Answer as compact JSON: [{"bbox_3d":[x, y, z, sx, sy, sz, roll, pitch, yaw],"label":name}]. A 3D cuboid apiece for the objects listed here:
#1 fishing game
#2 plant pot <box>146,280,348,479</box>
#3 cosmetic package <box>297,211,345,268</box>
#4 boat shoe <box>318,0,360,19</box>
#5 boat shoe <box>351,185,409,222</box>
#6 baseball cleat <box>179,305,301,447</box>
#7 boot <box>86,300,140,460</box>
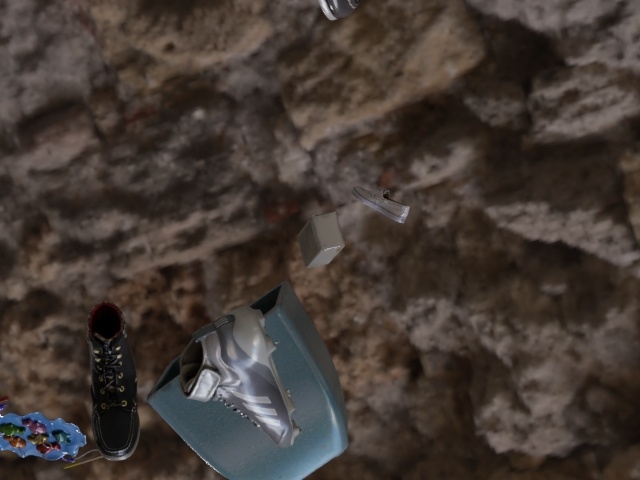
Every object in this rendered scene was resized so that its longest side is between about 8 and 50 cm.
[{"bbox_3d":[-0.503,0.347,2.041,0.189,0.264,0.041,-19,-130,29],"label":"fishing game"},{"bbox_3d":[-0.083,0.247,1.836,0.247,0.252,0.248,-36,-175,5],"label":"plant pot"},{"bbox_3d":[0.000,0.000,1.827,0.041,0.060,0.115,-12,170,-16],"label":"cosmetic package"},{"bbox_3d":[0.022,-0.389,1.174,0.095,0.335,0.112,-3,-159,17],"label":"boat shoe"},{"bbox_3d":[0.094,-0.065,1.822,0.100,0.035,0.035,32,-161,23],"label":"boat shoe"},{"bbox_3d":[-0.086,0.150,1.207,0.109,0.206,0.072,-21,-140,-9],"label":"baseball cleat"},{"bbox_3d":[-0.364,0.240,2.026,0.085,0.236,0.178,-5,141,-4],"label":"boot"}]
